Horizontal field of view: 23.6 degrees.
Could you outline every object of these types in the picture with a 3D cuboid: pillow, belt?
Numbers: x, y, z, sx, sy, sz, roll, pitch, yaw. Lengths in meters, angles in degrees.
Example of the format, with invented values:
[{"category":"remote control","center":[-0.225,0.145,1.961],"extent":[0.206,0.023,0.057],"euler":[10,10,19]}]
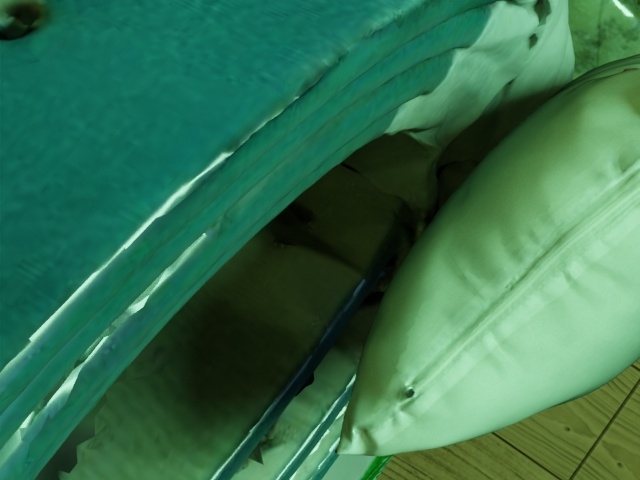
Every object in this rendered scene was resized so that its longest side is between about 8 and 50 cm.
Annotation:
[{"category":"pillow","center":[0.093,0.000,0.519],"extent":[0.144,0.078,0.254],"euler":[-54,168,16]},{"category":"belt","center":[-0.086,0.032,0.469],"extent":[0.436,0.173,0.300],"euler":[-49,164,-33]}]

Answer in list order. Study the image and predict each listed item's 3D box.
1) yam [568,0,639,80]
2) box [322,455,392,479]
[{"category":"yam","center":[0.106,-0.084,0.908],"extent":[0.195,0.195,0.300],"euler":[-41,162,-54]},{"category":"box","center":[0.000,0.000,0.750],"extent":[0.250,0.180,0.103],"euler":[-61,180,34]}]
